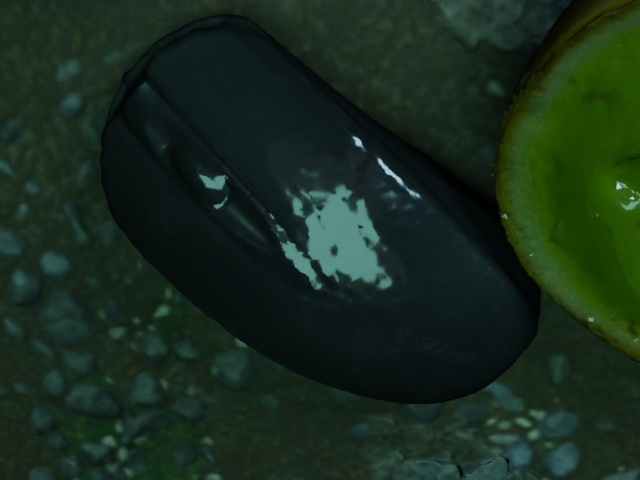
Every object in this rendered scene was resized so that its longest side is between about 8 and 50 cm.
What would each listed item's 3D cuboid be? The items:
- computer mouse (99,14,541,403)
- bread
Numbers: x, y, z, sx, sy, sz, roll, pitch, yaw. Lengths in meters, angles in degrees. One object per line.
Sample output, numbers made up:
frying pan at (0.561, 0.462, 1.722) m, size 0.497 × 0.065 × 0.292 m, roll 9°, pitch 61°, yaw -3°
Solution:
computer mouse at (0.000, 0.000, 0.586) m, size 0.269 × 0.086 × 0.137 m, roll 36°, pitch 112°, yaw -8°
bread at (0.194, -0.029, 0.517) m, size 0.236 × 0.070 × 0.236 m, roll 16°, pitch 134°, yaw 17°
